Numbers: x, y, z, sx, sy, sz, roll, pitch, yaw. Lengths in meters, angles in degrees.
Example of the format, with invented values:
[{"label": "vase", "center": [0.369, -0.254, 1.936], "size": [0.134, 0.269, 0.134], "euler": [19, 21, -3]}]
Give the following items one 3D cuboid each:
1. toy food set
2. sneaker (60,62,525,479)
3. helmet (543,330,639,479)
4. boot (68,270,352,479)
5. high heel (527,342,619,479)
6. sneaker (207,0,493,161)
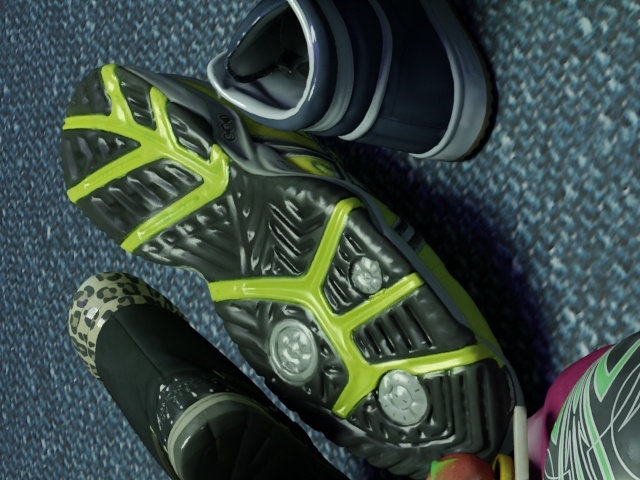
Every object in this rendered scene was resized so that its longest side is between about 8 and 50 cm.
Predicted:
[{"label": "toy food set", "center": [0.069, 0.183, 0.989], "size": [0.218, 0.071, 0.128], "euler": [92, -179, -54]}, {"label": "sneaker", "center": [0.000, 0.000, 1.142], "size": [0.384, 0.147, 0.145], "euler": [43, 121, 29]}, {"label": "helmet", "center": [0.182, 0.117, 0.822], "size": [0.169, 0.161, 0.169], "euler": [-7, 81, 56]}, {"label": "boot", "center": [-0.060, 0.127, 1.146], "size": [0.085, 0.236, 0.178], "euler": [-41, 47, -5]}, {"label": "high heel", "center": [0.159, 0.176, 0.927], "size": [0.117, 0.082, 0.244], "euler": [126, 149, -54]}, {"label": "sneaker", "center": [-0.012, -0.163, 1.146], "size": [0.099, 0.153, 0.282], "euler": [-61, 42, 33]}]
